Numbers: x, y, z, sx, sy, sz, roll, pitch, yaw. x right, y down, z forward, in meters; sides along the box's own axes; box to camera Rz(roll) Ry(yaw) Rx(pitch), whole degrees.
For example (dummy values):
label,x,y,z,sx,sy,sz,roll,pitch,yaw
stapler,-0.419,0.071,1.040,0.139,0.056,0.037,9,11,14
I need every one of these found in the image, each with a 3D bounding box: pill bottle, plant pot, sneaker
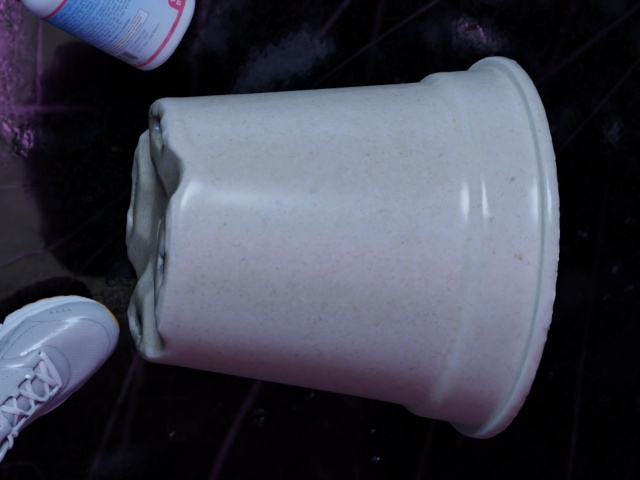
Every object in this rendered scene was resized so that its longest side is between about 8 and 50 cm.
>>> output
label,x,y,z,sx,sy,sz,roll,pitch,yaw
pill bottle,-0.189,-0.210,1.521,0.160,0.087,0.087,26,96,-31
plant pot,0.000,0.000,1.577,0.305,0.334,0.334,3,107,-15
sneaker,-0.278,0.149,1.589,0.262,0.121,0.099,-34,120,-11
